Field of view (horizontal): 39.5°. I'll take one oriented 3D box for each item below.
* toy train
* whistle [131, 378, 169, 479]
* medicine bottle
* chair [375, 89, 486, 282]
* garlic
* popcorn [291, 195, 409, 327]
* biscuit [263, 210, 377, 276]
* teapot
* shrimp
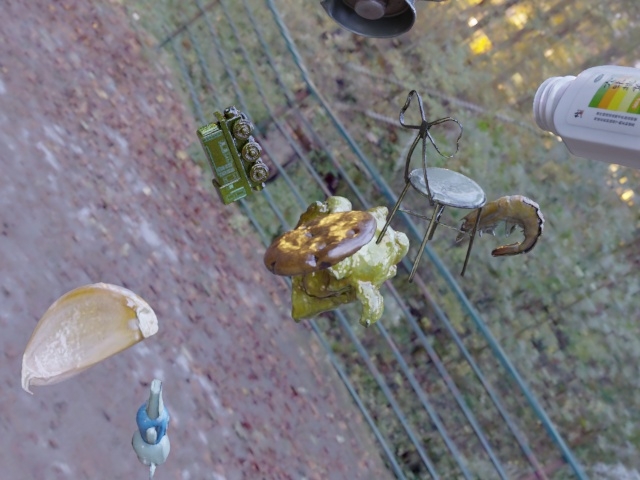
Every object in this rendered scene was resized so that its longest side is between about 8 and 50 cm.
[{"bbox_3d":[-0.211,-0.204,2.118,0.090,0.137,0.226,-128,-165,-59],"label":"toy train"},{"bbox_3d":[-0.336,0.368,1.770,0.114,0.077,0.236,-93,-170,-52],"label":"whistle"},{"bbox_3d":[0.548,-0.233,1.645,0.124,0.179,0.324,42,-10,-34],"label":"medicine bottle"},{"bbox_3d":[0.218,-0.093,1.596,0.170,0.326,0.160,-4,35,-28],"label":"chair"},{"bbox_3d":[-0.406,0.168,1.537,0.164,0.244,0.146,40,-24,57],"label":"garlic"},{"bbox_3d":[0.075,0.066,2.235,0.326,0.290,0.321,51,-32,27],"label":"popcorn"},{"bbox_3d":[0.000,0.000,1.533,0.212,0.212,0.036,-83,154,-68],"label":"biscuit"},{"bbox_3d":[0.164,-0.627,1.906,0.253,0.300,0.344,59,43,-66],"label":"teapot"},{"bbox_3d":[0.482,-0.026,2.379,0.173,0.253,0.058,53,34,-5],"label":"shrimp"}]
